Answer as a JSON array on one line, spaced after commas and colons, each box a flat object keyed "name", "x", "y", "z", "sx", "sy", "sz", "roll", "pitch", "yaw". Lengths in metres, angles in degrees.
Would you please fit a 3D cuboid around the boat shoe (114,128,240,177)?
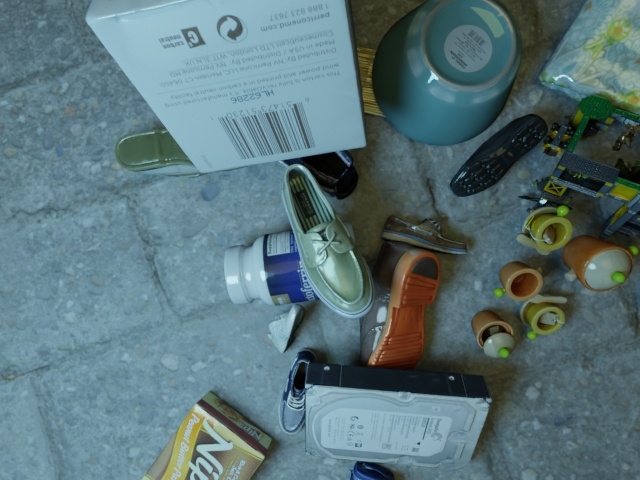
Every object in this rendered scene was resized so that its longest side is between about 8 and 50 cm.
[{"name": "boat shoe", "x": -0.279, "y": -0.197, "z": 0.888, "sx": 0.303, "sy": 0.103, "sz": 0.113, "roll": 0, "pitch": 90, "yaw": 4}]

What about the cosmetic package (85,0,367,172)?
[{"name": "cosmetic package", "x": -0.112, "y": -0.384, "z": 0.693, "sx": 0.330, "sy": 0.327, "sz": 0.392, "roll": -9, "pitch": 61, "yaw": 9}]

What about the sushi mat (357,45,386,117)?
[{"name": "sushi mat", "x": 0.038, "y": -0.378, "z": 0.918, "sx": 0.317, "sy": 0.019, "sz": 0.151, "roll": 13, "pitch": 90, "yaw": 4}]

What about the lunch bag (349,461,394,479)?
[{"name": "lunch bag", "x": 0.106, "y": 0.512, "z": 0.860, "sx": 0.099, "sy": 0.067, "sz": 0.065, "roll": 20, "pitch": 89, "yaw": 5}]

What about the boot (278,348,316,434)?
[{"name": "boot", "x": -0.054, "y": 0.332, "z": 0.866, "sx": 0.069, "sy": 0.086, "sz": 0.189, "roll": 10, "pitch": 89, "yaw": 4}]

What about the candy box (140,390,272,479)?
[{"name": "candy box", "x": -0.273, "y": 0.517, "z": 0.872, "sx": 0.183, "sy": 0.087, "sz": 0.316, "roll": 36, "pitch": 90, "yaw": 4}]

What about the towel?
[{"name": "towel", "x": 0.699, "y": -0.390, "z": 0.804, "sx": 0.375, "sy": 0.090, "sz": 0.320, "roll": 31, "pitch": 101, "yaw": 9}]

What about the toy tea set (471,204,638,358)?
[{"name": "toy tea set", "x": 0.443, "y": 0.109, "z": 0.786, "sx": 0.200, "sy": 0.124, "sz": 0.335, "roll": 19, "pitch": 111, "yaw": -10}]

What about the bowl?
[{"name": "bowl", "x": 0.270, "y": -0.365, "z": 0.818, "sx": 0.313, "sy": 0.163, "sz": 0.310, "roll": 0, "pitch": 90, "yaw": -1}]

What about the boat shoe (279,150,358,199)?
[{"name": "boat shoe", "x": -0.059, "y": -0.224, "z": 0.848, "sx": 0.341, "sy": 0.158, "sz": 0.127, "roll": 37, "pitch": 91, "yaw": 4}]

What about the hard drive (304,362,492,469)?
[{"name": "hard drive", "x": 0.139, "y": 0.356, "z": 0.807, "sx": 0.340, "sy": 0.064, "sz": 0.236, "roll": 3, "pitch": 122, "yaw": 2}]

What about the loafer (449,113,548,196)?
[{"name": "loafer", "x": 0.372, "y": -0.179, "z": 0.865, "sx": 0.223, "sy": 0.078, "sz": 0.076, "roll": -42, "pitch": 109, "yaw": 17}]

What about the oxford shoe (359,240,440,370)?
[{"name": "oxford shoe", "x": 0.140, "y": 0.176, "z": 0.858, "sx": 0.130, "sy": 0.133, "sz": 0.362, "roll": 8, "pitch": 104, "yaw": -34}]

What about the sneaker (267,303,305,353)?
[{"name": "sneaker", "x": -0.078, "y": 0.181, "z": 0.859, "sx": 0.061, "sy": 0.054, "sz": 0.152, "roll": 36, "pitch": 131, "yaw": 13}]

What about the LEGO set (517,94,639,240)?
[{"name": "LEGO set", "x": 0.601, "y": -0.119, "z": 0.819, "sx": 0.332, "sy": 0.192, "sz": 0.254, "roll": 20, "pitch": 70, "yaw": 17}]

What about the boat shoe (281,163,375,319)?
[{"name": "boat shoe", "x": 0.000, "y": 0.000, "z": 0.722, "sx": 0.109, "sy": 0.094, "sz": 0.302, "roll": -28, "pitch": 71, "yaw": -3}]

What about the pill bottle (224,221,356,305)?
[{"name": "pill bottle", "x": -0.054, "y": 0.053, "z": 0.842, "sx": 0.265, "sy": 0.153, "sz": 0.153, "roll": -9, "pitch": 88, "yaw": 4}]

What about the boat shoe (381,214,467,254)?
[{"name": "boat shoe", "x": 0.228, "y": -0.014, "z": 0.870, "sx": 0.184, "sy": 0.066, "sz": 0.066, "roll": 13, "pitch": 88, "yaw": 4}]
